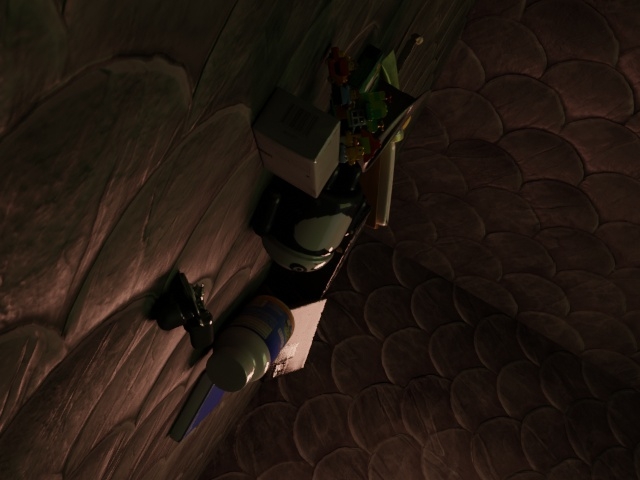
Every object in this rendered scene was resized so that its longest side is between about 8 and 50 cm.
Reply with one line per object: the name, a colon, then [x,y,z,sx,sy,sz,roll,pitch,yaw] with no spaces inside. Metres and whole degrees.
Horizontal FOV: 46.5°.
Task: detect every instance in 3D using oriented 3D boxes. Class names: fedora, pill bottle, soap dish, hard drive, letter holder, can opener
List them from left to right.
can opener: [-0.233,0.131,1.297,0.093,0.074,0.280,-23,163,-11]
hard drive: [-0.314,0.432,2.130,0.210,0.040,0.319,-60,174,9]
pill bottle: [-0.180,0.265,1.897,0.152,0.152,0.272,-63,174,31]
letter holder: [-0.134,0.224,2.182,0.152,0.214,0.301,-14,137,-36]
soap dish: [0.160,-0.183,2.293,0.229,0.118,0.290,-14,108,-82]
fedora: [0.141,-0.308,1.893,0.275,0.124,0.244,-53,176,30]

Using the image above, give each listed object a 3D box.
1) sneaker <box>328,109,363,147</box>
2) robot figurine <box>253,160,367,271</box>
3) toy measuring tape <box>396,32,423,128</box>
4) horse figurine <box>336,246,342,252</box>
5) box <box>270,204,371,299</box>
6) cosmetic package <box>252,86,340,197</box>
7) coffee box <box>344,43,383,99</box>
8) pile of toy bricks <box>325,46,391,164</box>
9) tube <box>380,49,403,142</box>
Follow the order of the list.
sneaker: [0.040,-0.212,1.687,0.081,0.091,0.232,-52,170,-52]
robot figurine: [-0.016,-0.062,1.543,0.173,0.209,0.278,-75,-170,-59]
toy measuring tape: [0.227,-0.413,2.098,0.330,0.121,0.121,-61,174,20]
horse figurine: [-0.006,-0.081,1.757,0.066,0.175,0.263,106,2,-54]
box: [0.000,0.000,2.032,0.143,0.165,0.270,-53,170,-54]
cosmetic package: [-0.036,-0.155,1.233,0.085,0.117,0.231,-58,173,-10]
coffee box: [0.094,-0.353,1.693,0.113,0.040,0.184,-58,173,-10]
pile of toy bricks: [0.073,-0.236,1.308,0.118,0.105,0.212,-103,-176,-74]
tube: [0.186,-0.382,1.996,0.070,0.062,0.240,-120,-162,-53]
